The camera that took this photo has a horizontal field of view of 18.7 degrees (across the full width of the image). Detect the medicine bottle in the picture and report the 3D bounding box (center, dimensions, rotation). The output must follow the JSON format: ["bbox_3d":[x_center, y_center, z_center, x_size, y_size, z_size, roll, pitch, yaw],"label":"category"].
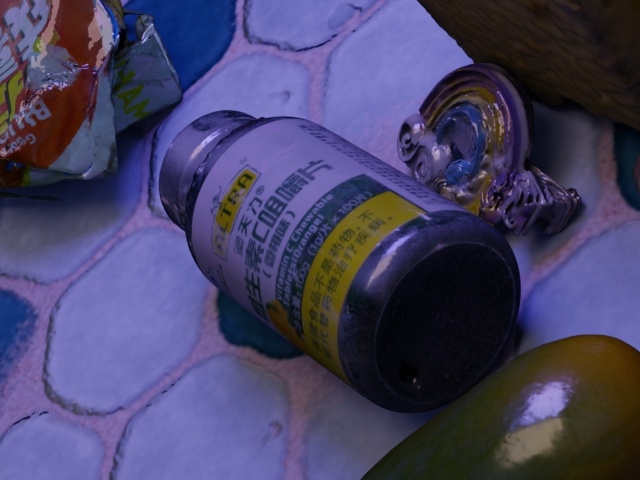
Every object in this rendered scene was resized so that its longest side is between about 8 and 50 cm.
[{"bbox_3d":[0.000,0.000,1.360,0.141,0.141,0.293,-49,41,-6],"label":"medicine bottle"}]

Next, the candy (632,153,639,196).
[{"bbox_3d":[0.312,-0.067,1.196,0.234,0.104,0.102,-38,47,8],"label":"candy"}]

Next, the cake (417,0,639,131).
[{"bbox_3d":[0.209,-0.251,1.337,0.222,0.227,0.286,31,81,44],"label":"cake"}]

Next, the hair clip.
[{"bbox_3d":[0.116,-0.064,1.379,0.116,0.049,0.172,-58,44,22],"label":"hair clip"}]

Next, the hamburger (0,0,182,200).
[{"bbox_3d":[-0.228,-0.156,1.689,0.260,0.150,0.276,-23,59,47],"label":"hamburger"}]

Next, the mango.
[{"bbox_3d":[0.106,0.148,1.161,0.251,0.114,0.156,-42,4,35],"label":"mango"}]
